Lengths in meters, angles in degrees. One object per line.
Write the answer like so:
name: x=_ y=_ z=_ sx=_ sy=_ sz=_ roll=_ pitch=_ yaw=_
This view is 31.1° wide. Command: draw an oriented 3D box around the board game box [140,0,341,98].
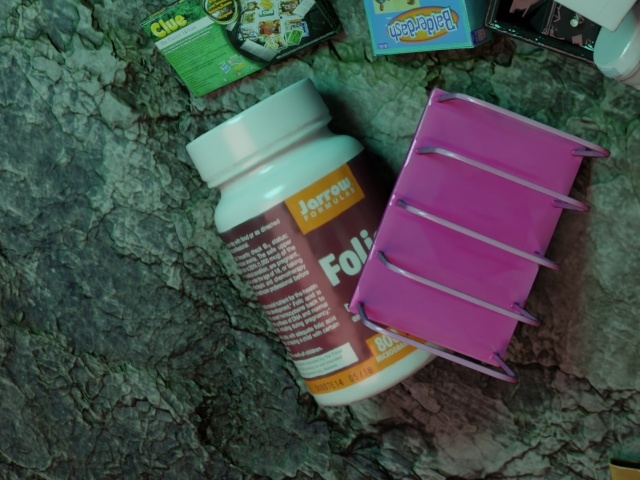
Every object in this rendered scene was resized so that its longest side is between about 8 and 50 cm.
board game box: x=-0.110 y=-0.290 z=1.550 sx=0.259 sy=0.030 sz=0.136 roll=-17 pitch=124 yaw=35

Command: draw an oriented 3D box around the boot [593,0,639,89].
boot: x=0.405 y=-0.278 z=1.243 sx=0.123 sy=0.095 sz=0.258 roll=20 pitch=107 yaw=-23

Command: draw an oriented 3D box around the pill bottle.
pill bottle: x=0.000 y=0.000 z=1.520 sx=0.224 sy=0.224 sz=0.392 roll=-25 pitch=98 yaw=37

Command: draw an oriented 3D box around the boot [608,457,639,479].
boot: x=0.406 y=0.428 z=1.552 sx=0.264 sy=0.096 sz=0.281 roll=3 pitch=112 yaw=31

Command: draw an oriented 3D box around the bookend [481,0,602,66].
bookend: x=0.284 y=-0.297 z=1.306 sx=0.157 sy=0.072 sz=0.156 roll=24 pitch=122 yaw=19

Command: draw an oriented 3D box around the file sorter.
file sorter: x=0.182 y=-0.007 z=1.326 sx=0.202 sy=0.182 sz=0.291 roll=21 pitch=94 yaw=-4

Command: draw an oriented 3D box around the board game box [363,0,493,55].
board game box: x=0.115 y=-0.334 z=1.388 sx=0.160 sy=0.047 sz=0.210 roll=5 pitch=114 yaw=44

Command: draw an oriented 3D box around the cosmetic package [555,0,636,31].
cosmetic package: x=0.259 y=-0.368 z=1.133 sx=0.224 sy=0.138 sz=0.224 roll=26 pitch=130 yaw=-5
